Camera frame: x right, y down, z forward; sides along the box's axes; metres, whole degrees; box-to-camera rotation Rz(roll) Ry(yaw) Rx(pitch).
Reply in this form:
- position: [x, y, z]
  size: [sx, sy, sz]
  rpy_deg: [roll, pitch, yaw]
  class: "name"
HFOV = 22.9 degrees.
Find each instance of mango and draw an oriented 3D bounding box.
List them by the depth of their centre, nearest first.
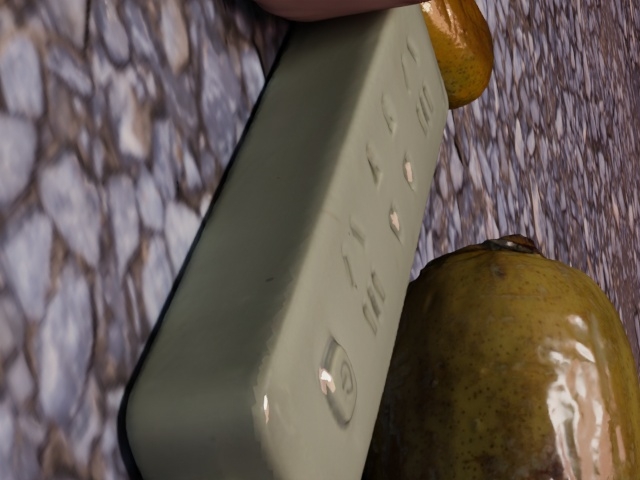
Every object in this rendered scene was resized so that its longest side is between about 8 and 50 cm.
- position: [0.072, -0.126, 0.981]
  size: [0.114, 0.057, 0.079]
  rpy_deg: [38, 50, -55]
  class: "mango"

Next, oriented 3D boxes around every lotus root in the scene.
- position: [0.096, 0.136, 0.808]
  size: [0.154, 0.154, 0.278]
  rpy_deg: [36, 54, -67]
  class: "lotus root"

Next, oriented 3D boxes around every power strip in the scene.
- position: [0.000, 0.000, 0.682]
  size: [0.385, 0.062, 0.091]
  rpy_deg: [-72, 147, -55]
  class: "power strip"

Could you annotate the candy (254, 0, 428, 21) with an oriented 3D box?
- position: [-0.002, -0.219, 0.713]
  size: [0.255, 0.094, 0.255]
  rpy_deg: [-7, 90, -73]
  class: "candy"
